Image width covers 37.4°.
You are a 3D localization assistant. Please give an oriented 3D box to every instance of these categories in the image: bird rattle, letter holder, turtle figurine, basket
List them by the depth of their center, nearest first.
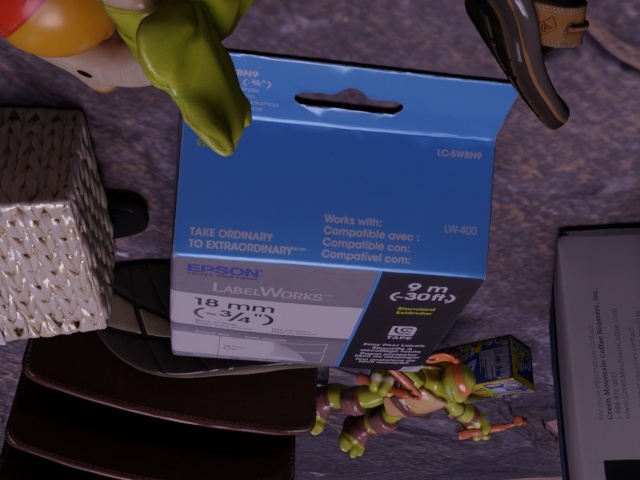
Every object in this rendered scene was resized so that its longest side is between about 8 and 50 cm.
[{"bbox_3d":[-0.140,-0.139,0.489,0.254,0.143,0.207,24,162,-31],"label":"bird rattle"},{"bbox_3d":[-0.221,-0.011,0.723,0.103,0.113,0.167,-3,139,-3],"label":"basket"},{"bbox_3d":[-0.169,0.199,0.989,0.302,0.214,0.152,15,135,-14],"label":"letter holder"},{"bbox_3d":[0.085,0.169,1.046,0.217,0.087,0.269,-24,144,36],"label":"turtle figurine"}]

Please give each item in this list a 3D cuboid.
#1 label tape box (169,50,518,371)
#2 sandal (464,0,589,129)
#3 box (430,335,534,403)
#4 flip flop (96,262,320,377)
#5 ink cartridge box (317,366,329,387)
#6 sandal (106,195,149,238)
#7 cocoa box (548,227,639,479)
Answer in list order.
[{"bbox_3d":[0.000,0.000,0.764,0.241,0.105,0.333,5,153,-6],"label":"label tape box"},{"bbox_3d":[0.114,-0.141,0.529,0.060,0.090,0.219,-28,139,8],"label":"sandal"},{"bbox_3d":[0.164,0.162,1.126,0.169,0.054,0.059,-16,148,33],"label":"box"},{"bbox_3d":[-0.088,0.083,0.955,0.277,0.112,0.080,1,168,-9],"label":"flip flop"},{"bbox_3d":[-0.095,0.162,1.154,0.207,0.046,0.097,3,152,-2],"label":"ink cartridge box"},{"bbox_3d":[-0.228,-0.001,0.848,0.179,0.040,0.067,-12,150,25],"label":"sandal"},{"bbox_3d":[0.333,0.187,0.840,0.232,0.347,0.228,-4,153,10],"label":"cocoa box"}]
